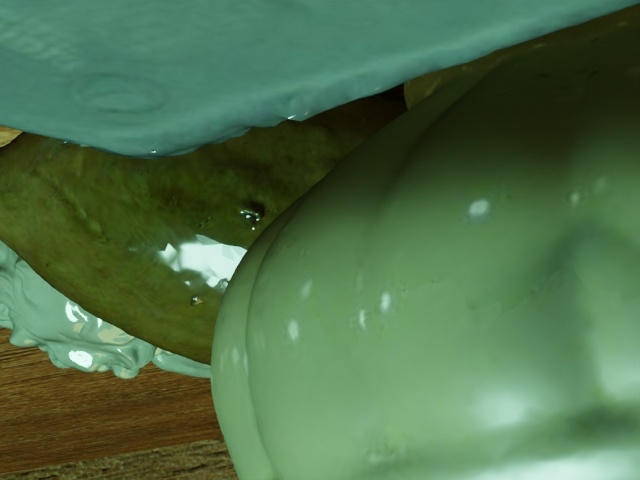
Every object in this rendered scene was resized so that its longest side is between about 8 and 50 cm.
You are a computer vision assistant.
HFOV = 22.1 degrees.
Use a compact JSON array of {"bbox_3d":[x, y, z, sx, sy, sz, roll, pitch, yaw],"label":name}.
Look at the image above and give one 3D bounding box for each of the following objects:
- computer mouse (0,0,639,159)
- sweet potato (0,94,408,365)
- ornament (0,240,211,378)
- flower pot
[{"bbox_3d":[0.001,-0.111,0.314,0.371,0.121,0.188,-19,153,35],"label":"computer mouse"},{"bbox_3d":[0.000,0.000,0.759,0.370,0.157,0.158,20,171,7],"label":"sweet potato"},{"bbox_3d":[-0.076,0.021,0.951,0.130,0.120,0.285,-16,168,26],"label":"ornament"},{"bbox_3d":[0.109,-0.023,0.543,0.308,0.244,0.307,-9,170,-2],"label":"flower pot"}]
